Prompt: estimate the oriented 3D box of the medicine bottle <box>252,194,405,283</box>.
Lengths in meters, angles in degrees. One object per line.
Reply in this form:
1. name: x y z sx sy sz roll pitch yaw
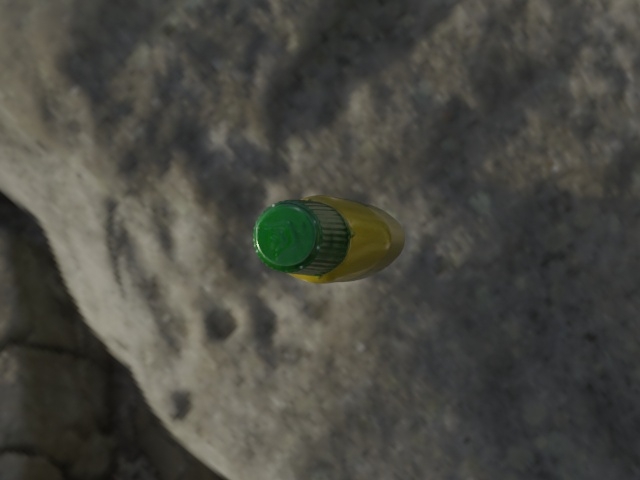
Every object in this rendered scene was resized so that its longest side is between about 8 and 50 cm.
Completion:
1. medicine bottle: 0.000 0.000 1.185 0.095 0.260 0.064 -1 90 10
